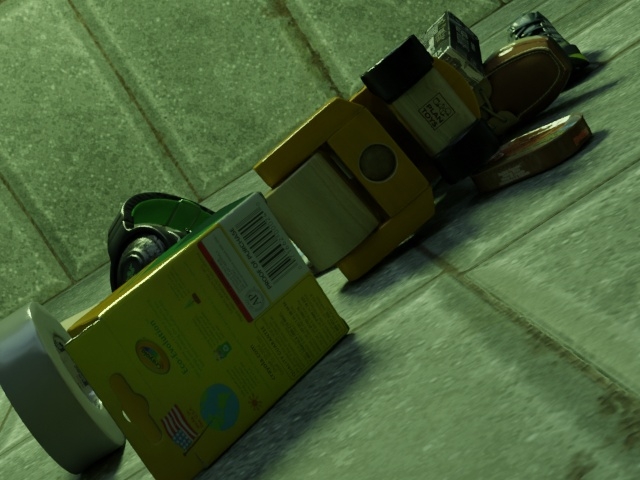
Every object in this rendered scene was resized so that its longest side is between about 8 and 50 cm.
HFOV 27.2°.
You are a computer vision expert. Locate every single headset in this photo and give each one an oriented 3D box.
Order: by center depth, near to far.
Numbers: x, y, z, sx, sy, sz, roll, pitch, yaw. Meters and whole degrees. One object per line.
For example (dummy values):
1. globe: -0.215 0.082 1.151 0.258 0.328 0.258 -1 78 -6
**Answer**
1. headset: -0.144 0.047 1.760 0.185 0.243 0.394 -56 31 24

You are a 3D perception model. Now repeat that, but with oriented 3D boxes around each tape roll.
1. tape roll: -0.337 0.187 1.689 0.072 0.219 0.219 -32 9 -2

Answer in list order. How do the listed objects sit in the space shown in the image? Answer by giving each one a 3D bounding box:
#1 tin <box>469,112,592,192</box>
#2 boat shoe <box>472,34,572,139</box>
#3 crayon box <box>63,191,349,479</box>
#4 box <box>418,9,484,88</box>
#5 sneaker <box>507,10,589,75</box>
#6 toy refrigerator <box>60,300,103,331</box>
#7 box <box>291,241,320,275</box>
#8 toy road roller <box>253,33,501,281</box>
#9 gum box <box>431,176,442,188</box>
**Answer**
1. tin: 0.278 -0.114 1.767 0.106 0.040 0.189 -36 9 -40
2. boat shoe: 0.250 -0.196 2.067 0.324 0.122 0.120 -35 11 40
3. crayon box: -0.133 0.112 1.457 0.081 0.202 0.318 -22 13 49
4. box: 0.121 -0.208 2.085 0.307 0.076 0.242 -44 13 18
5. sneaker: 0.369 -0.323 2.254 0.111 0.121 0.300 -33 10 3
6. toy refrigerator: -0.376 0.172 2.286 0.102 0.094 0.269 -28 9 -13
7. box: 0.000 0.000 1.970 0.137 0.027 0.094 -27 47 31
8. toy road roller: 0.075 -0.116 1.841 0.329 0.202 0.240 -41 6 -2
9. gum box: 0.097 -0.056 2.042 0.157 0.041 0.184 -27 12 31
